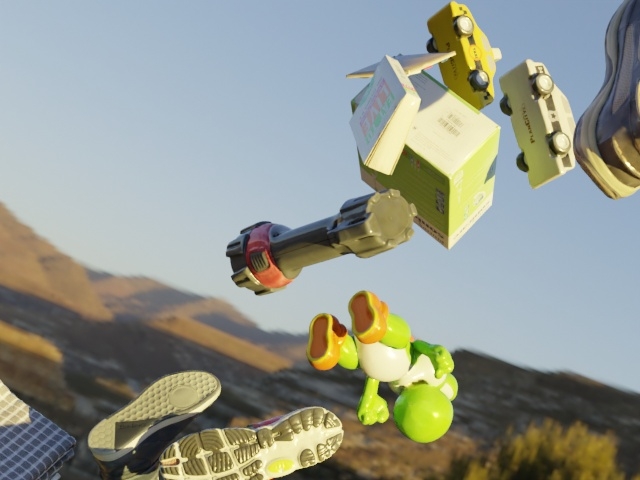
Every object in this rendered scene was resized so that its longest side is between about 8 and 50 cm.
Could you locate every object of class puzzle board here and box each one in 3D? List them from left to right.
[{"bbox_3d":[0.107,-0.229,1.571,0.096,0.011,0.128,1,19,35],"label":"puzzle board"}]

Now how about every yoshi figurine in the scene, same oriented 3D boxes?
[{"bbox_3d":[0.141,0.251,2.161,0.204,0.203,0.362,22,-12,46],"label":"yoshi figurine"}]

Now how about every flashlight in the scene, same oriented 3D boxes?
[{"bbox_3d":[0.000,0.000,1.588,0.103,0.103,0.304,31,-32,-32],"label":"flashlight"}]

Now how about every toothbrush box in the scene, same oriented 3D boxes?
[{"bbox_3d":[0.168,-0.137,1.923,0.206,0.122,0.283,40,-15,20],"label":"toothbrush box"}]

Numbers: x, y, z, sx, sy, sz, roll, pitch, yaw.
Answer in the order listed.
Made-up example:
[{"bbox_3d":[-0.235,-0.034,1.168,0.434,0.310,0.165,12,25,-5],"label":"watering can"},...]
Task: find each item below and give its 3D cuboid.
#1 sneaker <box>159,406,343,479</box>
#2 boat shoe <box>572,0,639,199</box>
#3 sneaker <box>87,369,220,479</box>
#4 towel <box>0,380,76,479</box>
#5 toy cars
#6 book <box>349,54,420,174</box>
[{"bbox_3d":[-0.103,0.322,1.793,0.279,0.107,0.118,-11,-6,-10],"label":"sneaker"},{"bbox_3d":[0.419,-0.199,1.438,0.132,0.355,0.130,39,-36,-22],"label":"boat shoe"},{"bbox_3d":[-0.253,0.308,1.878,0.086,0.226,0.163,45,-27,36],"label":"sneaker"},{"bbox_3d":[-0.543,0.333,1.852,0.235,0.121,0.284,31,34,11],"label":"towel"},{"bbox_3d":[0.298,-0.239,1.901,0.087,0.176,0.393,-11,40,-29],"label":"toy cars"},{"bbox_3d":[0.075,-0.149,1.385,0.035,0.096,0.144,21,20,-16],"label":"book"}]
